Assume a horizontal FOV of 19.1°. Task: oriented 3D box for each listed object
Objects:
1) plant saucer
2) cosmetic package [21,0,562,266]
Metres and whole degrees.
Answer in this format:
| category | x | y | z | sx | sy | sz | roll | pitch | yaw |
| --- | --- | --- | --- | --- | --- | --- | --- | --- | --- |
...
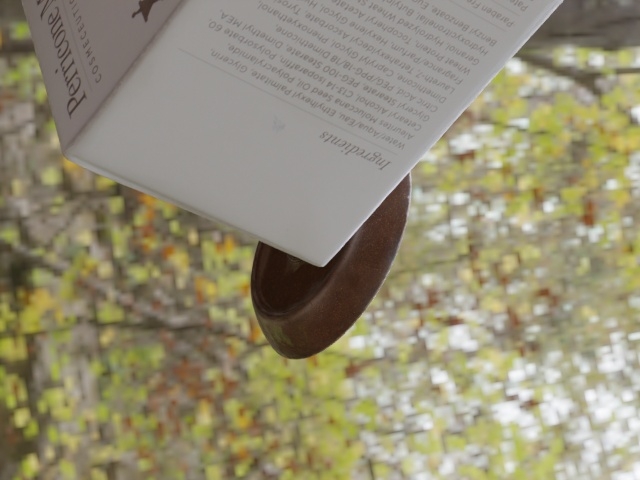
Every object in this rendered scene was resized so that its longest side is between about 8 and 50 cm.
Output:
| category | x | y | z | sx | sy | sz | roll | pitch | yaw |
| --- | --- | --- | --- | --- | --- | --- | --- | --- | --- |
| plant saucer | 0.000 | 0.000 | 1.317 | 0.168 | 0.029 | 0.168 | -39 | -144 | 37 |
| cosmetic package | -0.019 | -0.118 | 0.854 | 0.184 | 0.151 | 0.151 | -49 | -142 | 23 |
